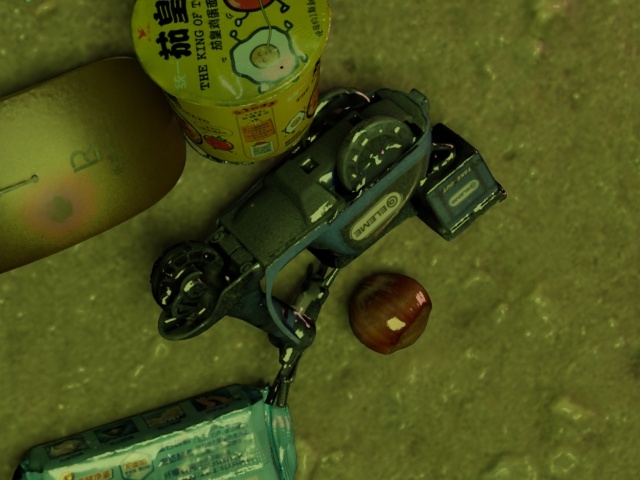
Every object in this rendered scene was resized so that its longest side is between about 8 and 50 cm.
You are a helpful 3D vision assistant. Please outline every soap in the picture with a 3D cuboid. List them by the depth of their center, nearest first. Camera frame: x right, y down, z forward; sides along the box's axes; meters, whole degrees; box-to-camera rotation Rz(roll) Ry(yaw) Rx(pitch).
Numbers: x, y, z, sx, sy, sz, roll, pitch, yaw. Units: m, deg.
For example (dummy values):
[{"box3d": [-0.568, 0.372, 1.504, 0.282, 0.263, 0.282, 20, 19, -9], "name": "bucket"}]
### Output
[{"box3d": [-0.160, 0.251, 1.839, 0.293, 0.077, 0.156, -15, 108, -14], "name": "soap"}]

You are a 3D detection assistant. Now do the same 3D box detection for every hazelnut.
[{"box3d": [0.069, 0.075, 1.864, 0.086, 0.086, 0.086, -5, 107, -16], "name": "hazelnut"}]

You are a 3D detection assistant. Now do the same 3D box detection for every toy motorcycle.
[{"box3d": [0.000, 0.000, 1.777, 0.358, 0.125, 0.212, -40, 130, -5], "name": "toy motorcycle"}]

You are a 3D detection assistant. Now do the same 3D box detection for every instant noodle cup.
[{"box3d": [-0.075, -0.164, 1.679, 0.182, 0.182, 0.144, -26, 153, -9], "name": "instant noodle cup"}]

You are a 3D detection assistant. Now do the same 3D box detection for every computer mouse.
[{"box3d": [-0.278, -0.065, 1.714, 0.310, 0.072, 0.158, -22, 109, -9], "name": "computer mouse"}]

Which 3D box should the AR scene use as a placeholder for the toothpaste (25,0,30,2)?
[{"box3d": [-0.348, -0.363, 1.606, 0.081, 0.067, 0.336, -42, 114, -2], "name": "toothpaste"}]
